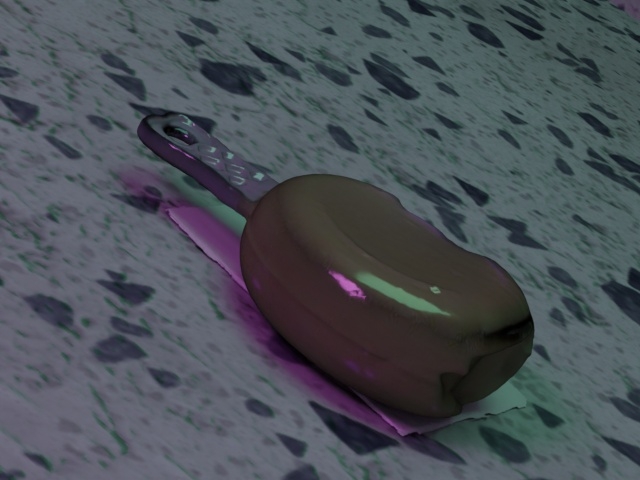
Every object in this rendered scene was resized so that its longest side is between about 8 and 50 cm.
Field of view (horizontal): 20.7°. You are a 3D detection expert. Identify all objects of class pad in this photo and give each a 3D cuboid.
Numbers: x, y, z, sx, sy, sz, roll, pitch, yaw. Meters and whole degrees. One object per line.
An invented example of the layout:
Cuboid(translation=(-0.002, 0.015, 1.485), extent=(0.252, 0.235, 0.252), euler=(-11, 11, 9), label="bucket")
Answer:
Cuboid(translation=(0.019, 0.043, 1.132), extent=(0.232, 0.004, 0.156), euler=(42, 26, 28), label="pad")

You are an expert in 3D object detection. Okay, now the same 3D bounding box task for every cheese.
Cuboid(translation=(0.000, 0.000, 1.091), extent=(0.286, 0.082, 0.163), euler=(39, 24, 24), label="cheese")
